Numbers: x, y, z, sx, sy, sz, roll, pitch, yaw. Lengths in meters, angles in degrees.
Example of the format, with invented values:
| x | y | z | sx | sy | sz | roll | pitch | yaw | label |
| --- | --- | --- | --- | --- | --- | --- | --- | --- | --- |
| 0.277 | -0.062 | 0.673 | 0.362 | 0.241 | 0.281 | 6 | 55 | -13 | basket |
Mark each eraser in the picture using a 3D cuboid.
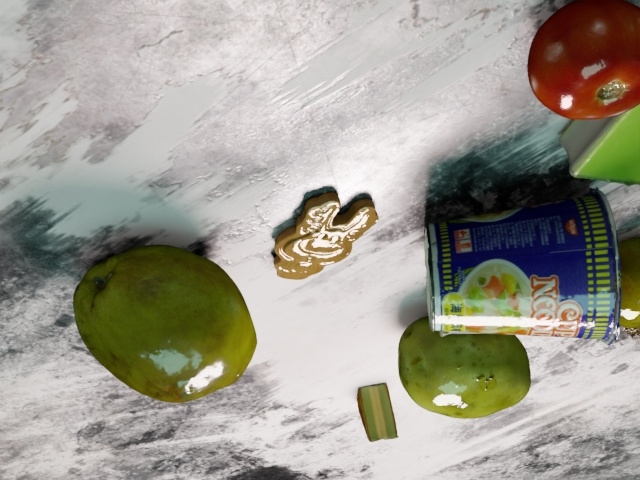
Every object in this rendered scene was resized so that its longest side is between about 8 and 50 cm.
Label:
| x | y | z | sx | sy | sz | roll | pitch | yaw | label |
| --- | --- | --- | --- | --- | --- | --- | --- | --- | --- |
| 0.537 | -0.206 | 1.603 | 0.210 | 0.092 | 0.274 | 4 | 141 | -23 | eraser |

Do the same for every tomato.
| x | y | z | sx | sy | sz | roll | pitch | yaw | label |
| --- | --- | --- | --- | --- | --- | --- | --- | --- | --- |
| 0.387 | -0.258 | 1.441 | 0.195 | 0.136 | 0.195 | -10 | 148 | -6 | tomato |

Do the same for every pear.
| x | y | z | sx | sy | sz | roll | pitch | yaw | label |
| --- | --- | --- | --- | --- | --- | --- | --- | --- | --- |
| -0.262 | 0.142 | 1.735 | 0.269 | 0.269 | 0.321 | -35 | 126 | 30 | pear |

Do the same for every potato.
| x | y | z | sx | sy | sz | roll | pitch | yaw | label |
| --- | --- | --- | --- | --- | --- | --- | --- | --- | --- |
| 0.293 | 0.255 | 2.091 | 0.304 | 0.216 | 0.216 | 6 | 143 | -36 | potato |

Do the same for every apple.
| x | y | z | sx | sy | sz | roll | pitch | yaw | label |
| --- | --- | --- | --- | --- | --- | --- | --- | --- | --- |
| 0.626 | 0.084 | 1.989 | 0.196 | 0.157 | 0.196 | -12 | 154 | -6 | apple |

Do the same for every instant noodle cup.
| x | y | z | sx | sy | sz | roll | pitch | yaw | label |
| --- | --- | --- | --- | --- | --- | --- | --- | --- | --- |
| 0.342 | 0.054 | 1.789 | 0.312 | 0.284 | 0.284 | -4 | 146 | 4 | instant noodle cup |

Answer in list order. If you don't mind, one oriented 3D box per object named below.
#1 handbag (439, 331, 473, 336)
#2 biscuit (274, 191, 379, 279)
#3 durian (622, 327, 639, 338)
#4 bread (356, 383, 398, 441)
| x | y | z | sx | sy | sz | roll | pitch | yaw | label |
| --- | --- | --- | --- | --- | --- | --- | --- | --- | --- |
| 0.308 | 0.125 | 1.984 | 0.173 | 0.117 | 0.095 | -3 | 164 | -9 | handbag |
| -0.003 | 0.000 | 1.791 | 0.144 | 0.040 | 0.236 | 14 | 136 | -25 | biscuit |
| 0.696 | 0.160 | 2.175 | 0.148 | 0.091 | 0.188 | -35 | 141 | 31 | durian |
| 0.131 | 0.408 | 2.320 | 0.074 | 0.139 | 0.084 | -10 | 145 | -5 | bread |
